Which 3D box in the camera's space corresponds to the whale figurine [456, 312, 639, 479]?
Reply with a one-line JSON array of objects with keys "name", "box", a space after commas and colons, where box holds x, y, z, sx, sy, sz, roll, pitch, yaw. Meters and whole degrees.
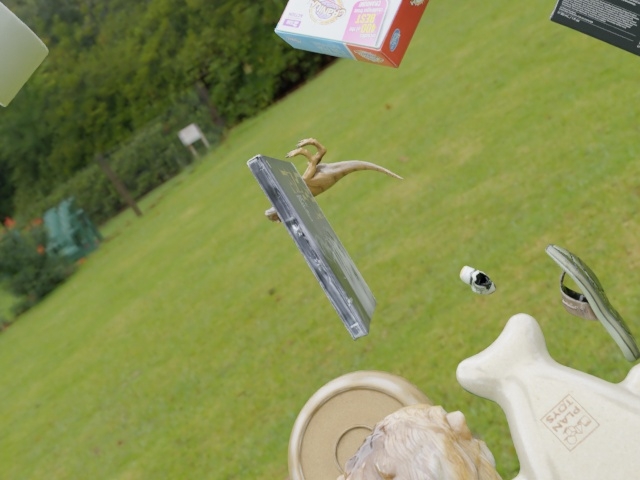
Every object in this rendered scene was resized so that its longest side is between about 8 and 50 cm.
[{"name": "whale figurine", "box": [0.263, 0.204, 0.970, 0.216, 0.272, 0.141, -43, -24, -1]}]

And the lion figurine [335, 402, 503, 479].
[{"name": "lion figurine", "box": [-0.008, 0.298, 0.801, 0.392, 0.240, 0.142, -26, 0, 23]}]

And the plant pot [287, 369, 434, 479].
[{"name": "plant pot", "box": [0.058, 0.293, 1.323, 0.236, 0.236, 0.032, -29, -26, 10]}]

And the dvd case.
[{"name": "dvd case", "box": [0.000, 0.000, 0.851, 0.018, 0.164, 0.221, -32, 0, 5]}]

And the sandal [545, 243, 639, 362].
[{"name": "sandal", "box": [0.563, 0.136, 2.030, 0.086, 0.303, 0.120, -37, -13, 22]}]

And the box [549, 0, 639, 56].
[{"name": "box", "box": [0.492, -0.363, 1.374, 0.103, 0.261, 0.184, -54, -15, -43]}]

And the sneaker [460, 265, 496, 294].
[{"name": "sneaker", "box": [0.257, 0.069, 1.523, 0.037, 0.083, 0.032, 17, 82, 49]}]

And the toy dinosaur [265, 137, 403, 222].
[{"name": "toy dinosaur", "box": [0.005, -0.101, 1.462, 0.211, 0.112, 0.064, -26, 17, 6]}]

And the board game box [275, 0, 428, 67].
[{"name": "board game box", "box": [0.087, -0.459, 1.605, 0.242, 0.064, 0.316, 21, 84, 39]}]

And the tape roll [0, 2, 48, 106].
[{"name": "tape roll", "box": [-0.502, -0.301, 1.255, 0.100, 0.286, 0.286, -53, 14, -6]}]
